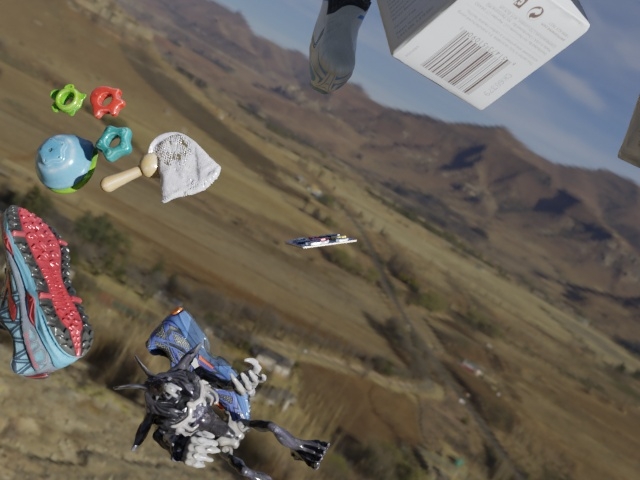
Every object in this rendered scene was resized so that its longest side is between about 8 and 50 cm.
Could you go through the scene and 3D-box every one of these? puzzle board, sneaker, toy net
[{"bbox_3d":[0.000,0.000,1.909,0.128,0.011,0.096,-8,9,-25],"label":"puzzle board"},{"bbox_3d":[-0.410,0.069,1.215,0.104,0.125,0.261,32,27,-56],"label":"sneaker"},{"bbox_3d":[-0.206,-0.100,0.974,0.232,0.122,0.045,12,-18,18],"label":"toy net"},{"bbox_3d":[-0.179,0.206,1.327,0.221,0.087,0.083,48,-20,21],"label":"sneaker"},{"bbox_3d":[0.025,-0.342,1.453,0.085,0.237,0.086,25,-33,-20],"label":"sneaker"}]

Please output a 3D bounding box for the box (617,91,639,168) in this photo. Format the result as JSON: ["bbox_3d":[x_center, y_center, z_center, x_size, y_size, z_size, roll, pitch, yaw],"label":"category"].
[{"bbox_3d":[0.448,-0.244,0.972,0.058,0.322,0.232,30,-37,25],"label":"box"}]

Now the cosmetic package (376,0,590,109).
[{"bbox_3d":[0.160,-0.273,0.949,0.151,0.151,0.183,21,45,-38],"label":"cosmetic package"}]

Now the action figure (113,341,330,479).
[{"bbox_3d":[-0.122,0.223,1.107,0.276,0.164,0.141,31,-29,-3],"label":"action figure"}]
